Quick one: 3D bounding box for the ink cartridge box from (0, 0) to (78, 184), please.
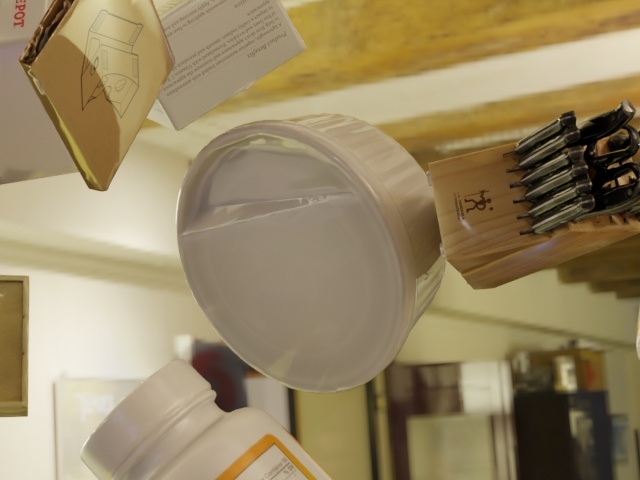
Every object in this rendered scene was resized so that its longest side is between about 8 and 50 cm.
[{"bbox_3d":[-0.413,-0.189,1.441,0.270,0.198,0.197,-10,-46,0],"label":"ink cartridge box"}]

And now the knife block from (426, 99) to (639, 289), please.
[{"bbox_3d":[0.223,-0.038,1.092,0.242,0.088,0.275,-11,-13,12],"label":"knife block"}]

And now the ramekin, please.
[{"bbox_3d":[0.000,0.000,1.234,0.272,0.273,0.127,-12,14,40],"label":"ramekin"}]

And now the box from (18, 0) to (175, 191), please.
[{"bbox_3d":[-0.194,-0.161,1.141,0.021,0.164,0.201,16,-25,16],"label":"box"}]

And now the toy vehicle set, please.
[{"bbox_3d":[-0.469,0.120,1.454,0.266,0.166,0.035,2,-26,-12],"label":"toy vehicle set"}]

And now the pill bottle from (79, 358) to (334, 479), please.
[{"bbox_3d":[-0.049,0.204,0.879,0.136,0.246,0.136,-43,-9,-9],"label":"pill bottle"}]

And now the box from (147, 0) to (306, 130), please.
[{"bbox_3d":[-0.143,-0.228,1.460,0.181,0.119,0.182,-34,22,-13],"label":"box"}]

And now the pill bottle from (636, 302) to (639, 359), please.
[{"bbox_3d":[0.431,0.011,1.366,0.162,0.279,0.162,10,-31,6],"label":"pill bottle"}]
